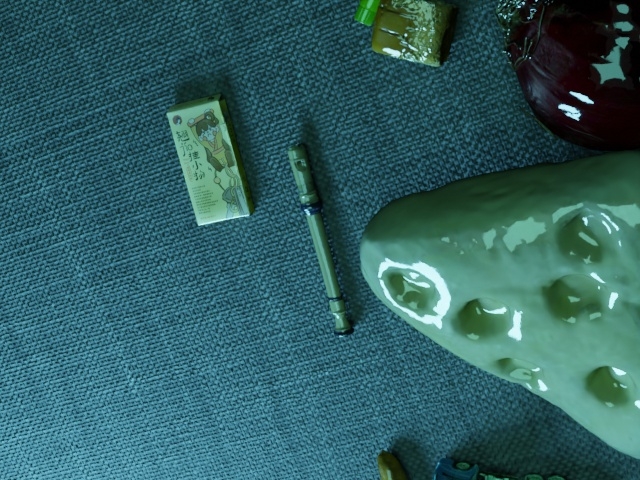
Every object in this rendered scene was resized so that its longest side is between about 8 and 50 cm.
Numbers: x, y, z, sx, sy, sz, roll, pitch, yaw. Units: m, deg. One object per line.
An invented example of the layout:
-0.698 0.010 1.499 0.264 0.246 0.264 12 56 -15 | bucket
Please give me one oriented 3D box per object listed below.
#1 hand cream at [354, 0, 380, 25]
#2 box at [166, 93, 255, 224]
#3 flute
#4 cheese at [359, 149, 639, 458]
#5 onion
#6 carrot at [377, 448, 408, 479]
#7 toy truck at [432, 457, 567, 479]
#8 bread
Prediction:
0.071 -0.292 1.288 0.036 0.023 0.121 31 109 14 | hand cream
-0.130 -0.095 1.416 0.073 0.020 0.149 -11 100 23 | box
0.000 0.000 1.392 0.027 0.027 0.233 -11 100 22 | flute
0.208 0.075 1.215 0.329 0.129 0.351 0 127 23 | cheese
0.280 -0.224 1.132 0.281 0.221 0.280 -1 81 7 | onion
0.109 0.351 1.438 0.061 0.061 0.209 -20 92 24 | carrot
0.210 0.307 1.370 0.175 0.081 0.067 8 109 18 | toy truck
0.100 -0.227 1.265 0.083 0.077 0.070 16 106 14 | bread
